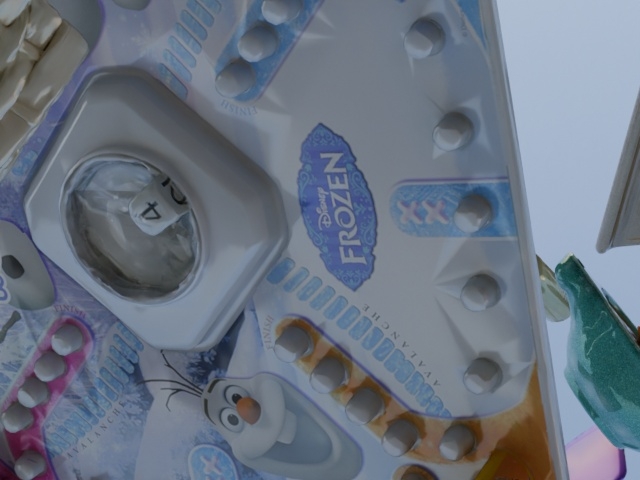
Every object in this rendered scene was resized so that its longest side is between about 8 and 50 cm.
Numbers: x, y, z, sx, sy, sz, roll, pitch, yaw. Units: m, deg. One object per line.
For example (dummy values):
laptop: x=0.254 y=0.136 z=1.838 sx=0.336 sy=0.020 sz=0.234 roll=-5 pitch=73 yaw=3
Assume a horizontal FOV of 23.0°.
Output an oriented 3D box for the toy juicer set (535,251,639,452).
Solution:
toy juicer set: x=0.225 y=0.091 z=1.076 sx=0.089 sy=0.209 sz=0.329 roll=-37 pitch=-107 yaw=10

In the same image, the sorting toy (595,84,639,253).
sorting toy: x=0.336 y=-0.050 z=1.305 sx=0.229 sy=0.307 sz=0.041 roll=-8 pitch=-134 yaw=-15

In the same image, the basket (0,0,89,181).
basket: x=-0.178 y=-0.045 z=0.564 sx=0.103 sy=0.113 sz=0.167 roll=23 pitch=-105 yaw=51

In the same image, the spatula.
spatula: x=0.220 y=0.239 z=1.344 sx=0.084 sy=0.296 sz=0.030 roll=-37 pitch=-83 yaw=23

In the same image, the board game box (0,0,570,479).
board game box: x=-0.091 y=-0.006 z=0.760 sx=0.390 sy=0.390 sz=0.050 roll=-1 pitch=-157 yaw=28
